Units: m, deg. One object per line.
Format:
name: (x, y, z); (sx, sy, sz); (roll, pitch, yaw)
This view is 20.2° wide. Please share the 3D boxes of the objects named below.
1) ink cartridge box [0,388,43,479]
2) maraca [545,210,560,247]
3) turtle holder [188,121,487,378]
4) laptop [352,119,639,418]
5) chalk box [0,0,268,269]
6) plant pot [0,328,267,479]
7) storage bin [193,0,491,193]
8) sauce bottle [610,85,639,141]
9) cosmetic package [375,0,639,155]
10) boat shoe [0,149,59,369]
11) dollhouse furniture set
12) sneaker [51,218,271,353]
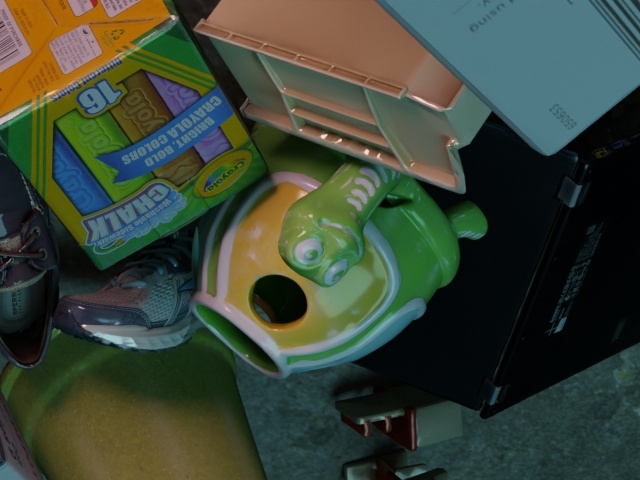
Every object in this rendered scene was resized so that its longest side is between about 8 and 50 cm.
ink cartridge box: (-0.384, 0.144, 1.653); (0.121, 0.211, 0.289); (-31, 144, -2)
maraca: (0.277, -0.033, 1.997); (0.185, 0.099, 0.127); (12, 133, -23)
turtle holder: (0.009, 0.012, 1.638); (0.227, 0.320, 0.243); (-49, 118, -13)
laptop: (0.191, -0.028, 1.900); (0.408, 0.236, 0.382); (-21, 145, -32)
chalk box: (-0.171, -0.114, 1.527); (0.179, 0.180, 0.289); (-31, 145, 1)
plant pot: (-0.171, 0.232, 1.863); (0.276, 0.254, 0.276); (-18, 142, -15)
storage bin: (0.080, -0.202, 1.455); (0.262, 0.260, 0.123); (-55, 142, -17)
sauce bottle: (0.480, -0.122, 2.018); (0.344, 0.111, 0.111); (4, 132, -35)
cosmetic package: (0.119, -0.341, 1.201); (0.329, 0.394, 0.327); (-40, 143, 12)
boat shoe: (-0.287, 0.010, 1.660); (0.102, 0.092, 0.285); (-17, 141, -17)
dollhouse furniture set: (0.100, 0.309, 2.167); (0.135, 0.262, 0.259); (-11, 105, -22)
sneaker: (-0.148, 0.034, 1.769); (0.283, 0.110, 0.122); (-9, 107, -47)
